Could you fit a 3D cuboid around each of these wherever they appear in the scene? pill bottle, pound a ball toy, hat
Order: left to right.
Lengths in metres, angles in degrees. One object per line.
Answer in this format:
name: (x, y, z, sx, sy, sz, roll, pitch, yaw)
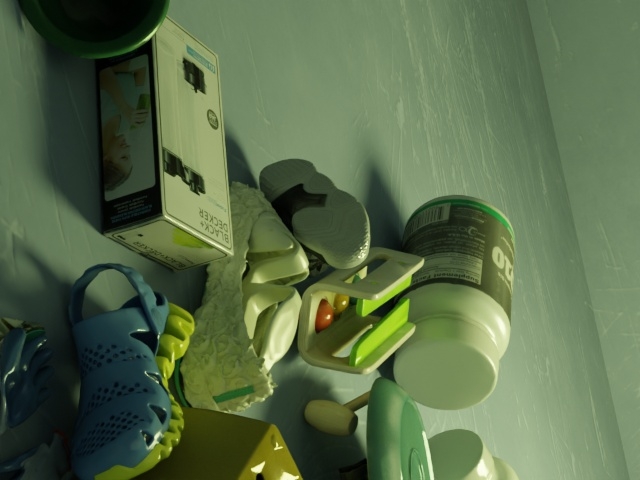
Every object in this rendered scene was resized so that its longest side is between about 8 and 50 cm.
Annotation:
hat: (-0.283, -0.289, 1.707, 0.208, 0.183, 0.173, -28, 92, -23)
pound a ball toy: (0.043, 0.141, 2.095, 0.319, 0.136, 0.208, -31, 129, -67)
pill bottle: (0.228, 0.105, 2.408, 0.204, 0.204, 0.361, 59, 28, -33)
pill bottle: (0.266, 0.466, 2.300, 0.318, 0.176, 0.176, 62, 26, -29)

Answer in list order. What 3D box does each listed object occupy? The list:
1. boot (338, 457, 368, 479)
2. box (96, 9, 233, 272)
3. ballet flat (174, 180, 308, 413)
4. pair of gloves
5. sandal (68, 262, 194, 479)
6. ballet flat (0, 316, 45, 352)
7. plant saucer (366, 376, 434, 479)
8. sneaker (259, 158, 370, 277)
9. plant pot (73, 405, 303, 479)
boot: (0.049, 0.395, 1.984, 0.246, 0.083, 0.161, 23, 52, -72)
box: (-0.193, -0.124, 1.729, 0.169, 0.087, 0.290, 35, 45, -57)
ballet flat: (-0.080, 0.069, 1.811, 0.147, 0.147, 0.409, 58, 27, -35)
pair of gloves: (-0.288, 0.186, 1.349, 0.159, 0.023, 0.198, -58, 143, -66)
sandal: (-0.217, 0.133, 1.458, 0.138, 0.126, 0.317, 58, 12, -28)
ballet flat: (-0.312, 0.096, 1.380, 0.041, 0.041, 0.114, 71, 22, -8)
plant saucer: (0.123, 0.353, 2.012, 0.317, 0.044, 0.317, -9, 90, -76)
sneaker: (0.000, 0.000, 1.969, 0.268, 0.101, 0.153, -131, -154, -51)
plant pot: (-0.123, 0.299, 1.467, 0.212, 0.187, 0.212, 65, 29, -19)
